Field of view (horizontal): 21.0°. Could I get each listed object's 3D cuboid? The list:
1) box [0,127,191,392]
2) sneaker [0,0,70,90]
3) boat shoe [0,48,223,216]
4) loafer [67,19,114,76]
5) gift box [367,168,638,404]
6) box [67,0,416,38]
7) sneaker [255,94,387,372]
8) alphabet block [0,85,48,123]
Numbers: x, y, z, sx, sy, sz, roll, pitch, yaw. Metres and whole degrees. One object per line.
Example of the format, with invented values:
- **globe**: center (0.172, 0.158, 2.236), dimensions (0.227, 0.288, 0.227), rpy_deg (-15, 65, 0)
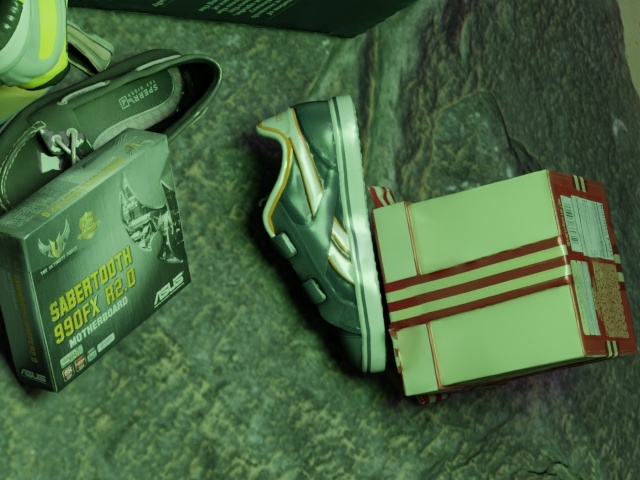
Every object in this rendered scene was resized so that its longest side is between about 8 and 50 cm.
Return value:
- **box**: center (-0.230, 0.016, 1.758), dimensions (0.231, 0.056, 0.183), rpy_deg (-41, 135, -45)
- **sneaker**: center (-0.308, -0.306, 1.588), dimensions (0.147, 0.145, 0.385), rpy_deg (45, 36, -61)
- **boat shoe**: center (-0.231, -0.122, 1.840), dimensions (0.335, 0.095, 0.112), rpy_deg (-41, 113, -44)
- **loafer**: center (-0.279, -0.215, 1.885), dimensions (0.125, 0.045, 0.039), rpy_deg (23, 69, -38)
- **gift box**: center (0.195, 0.045, 2.031), dimensions (0.276, 0.258, 0.255), rpy_deg (15, 64, -61)
- **box**: center (-0.095, -0.519, 2.010), dimensions (0.471, 0.297, 0.480), rpy_deg (0, 72, -44)
- **sneaker**: center (0.000, 0.000, 1.996), dimensions (0.127, 0.126, 0.321), rpy_deg (-9, 92, -1)
- **alphabet block**: center (-0.410, -0.188, 1.648), dimensions (0.197, 0.193, 0.192), rpy_deg (-12, 79, -44)
